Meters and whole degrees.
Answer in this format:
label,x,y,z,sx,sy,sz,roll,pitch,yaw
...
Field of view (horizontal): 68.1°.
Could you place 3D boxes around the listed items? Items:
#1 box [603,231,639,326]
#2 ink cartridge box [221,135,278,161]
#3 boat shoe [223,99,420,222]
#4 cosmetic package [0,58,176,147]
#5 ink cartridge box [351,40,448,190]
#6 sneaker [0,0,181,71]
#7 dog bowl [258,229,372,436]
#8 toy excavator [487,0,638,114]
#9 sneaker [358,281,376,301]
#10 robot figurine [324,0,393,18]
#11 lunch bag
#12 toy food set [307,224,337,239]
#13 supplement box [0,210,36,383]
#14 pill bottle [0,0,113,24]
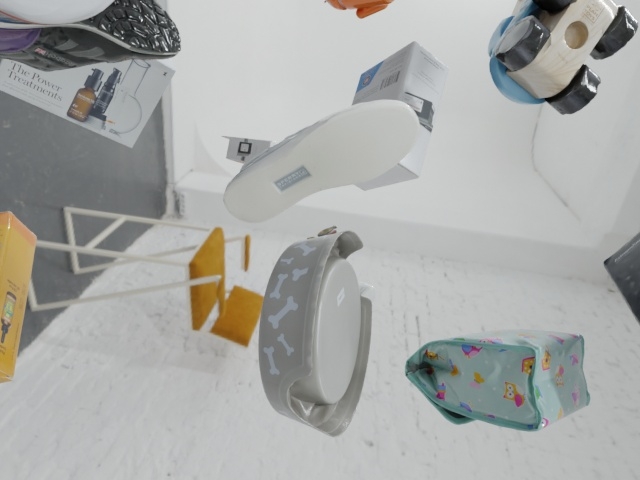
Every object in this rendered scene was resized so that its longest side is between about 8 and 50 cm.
label,x,y,z,sx,sy,sz,roll,pitch,yaw
box,0.709,0.081,0.780,0.294,0.212,0.395,-56,-178,29
ink cartridge box,-0.167,-0.225,1.230,0.104,0.180,0.060,7,95,-56
boat shoe,-0.002,-0.074,0.417,0.066,0.184,0.063,47,29,-29
cosmetic package,-0.640,-0.464,1.308,0.284,0.377,0.097,-52,-141,20
ink cartridge box,0.217,-0.382,1.528,0.285,0.166,0.395,-6,-118,59
sneaker,-0.336,-0.286,0.641,0.124,0.283,0.107,-24,-101,44
dog bowl,0.002,0.154,0.836,0.348,0.102,0.349,1,90,-71
toy excavator,0.544,-0.544,1.189,0.433,0.222,0.445,-57,-163,5
sneaker,0.065,0.191,1.454,0.094,0.212,0.080,31,-41,48
robot figurine,0.092,-0.583,1.052,0.158,0.219,0.128,-9,104,-61
lunch bag,0.317,0.245,0.874,0.262,0.223,0.160,-9,-100,46
toy food set,0.000,0.000,1.341,0.078,0.122,0.019,-128,-165,-64
supplement box,-0.464,0.078,0.659,0.078,0.080,0.234,87,-10,-58
pill bottle,-0.235,-0.217,0.323,0.124,0.221,0.124,-28,128,-42
